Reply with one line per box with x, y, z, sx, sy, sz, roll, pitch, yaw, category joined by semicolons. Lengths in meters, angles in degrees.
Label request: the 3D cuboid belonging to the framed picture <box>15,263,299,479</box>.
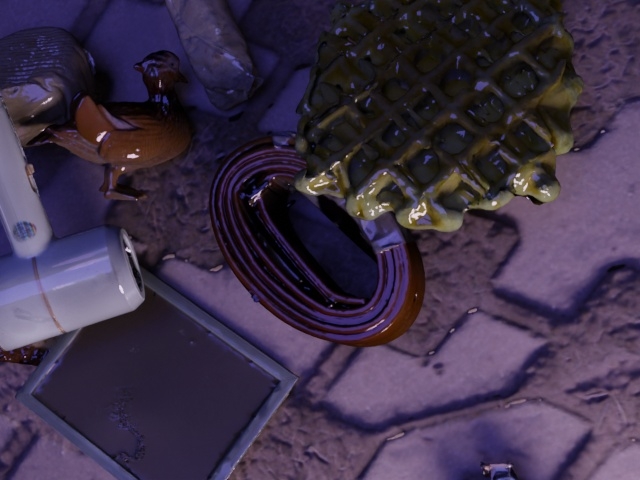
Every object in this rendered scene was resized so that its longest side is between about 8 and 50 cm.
-0.190;0.171;1.322;0.273;0.016;0.216;34;80;20;framed picture

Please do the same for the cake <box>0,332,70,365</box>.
-0.403;0.090;1.375;0.246;0.135;0.112;8;86;21;cake

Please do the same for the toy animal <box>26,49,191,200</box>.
-0.241;-0.140;1.335;0.188;0.089;0.179;6;99;-22;toy animal

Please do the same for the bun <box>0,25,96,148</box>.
-0.352;-0.176;1.394;0.173;0.113;0.166;22;53;37;bun

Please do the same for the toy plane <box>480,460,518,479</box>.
0.218;0.291;1.156;0.188;0.062;0.135;-4;82;20;toy plane

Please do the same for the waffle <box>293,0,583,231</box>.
0.120;-0.154;1.185;0.297;0.073;0.317;4;63;11;waffle

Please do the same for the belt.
0.000;0.000;1.249;0.184;0.105;0.261;-42;71;10;belt

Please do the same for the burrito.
-0.145;-0.288;1.359;0.082;0.059;0.275;-29;74;30;burrito

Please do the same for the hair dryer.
-0.331;-0.063;1.275;0.173;0.107;0.357;-18;108;-3;hair dryer
